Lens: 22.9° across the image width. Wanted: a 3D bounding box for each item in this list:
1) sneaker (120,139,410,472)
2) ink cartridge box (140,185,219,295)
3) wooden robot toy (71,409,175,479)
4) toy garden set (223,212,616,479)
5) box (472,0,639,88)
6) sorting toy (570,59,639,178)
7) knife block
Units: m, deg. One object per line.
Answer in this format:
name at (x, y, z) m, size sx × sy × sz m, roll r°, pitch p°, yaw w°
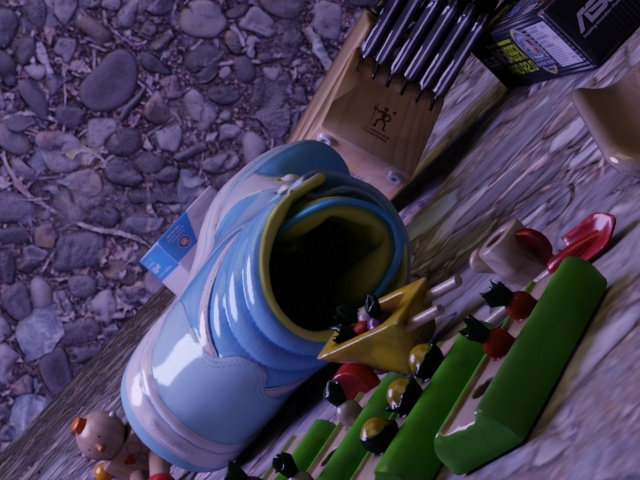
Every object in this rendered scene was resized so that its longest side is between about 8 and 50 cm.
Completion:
sneaker at (0.000, 0.000, 1.074) m, size 0.208 × 0.127 × 0.319 m, roll -43°, pitch 17°, yaw 39°
ink cartridge box at (-0.089, 0.025, 1.455) m, size 0.088 × 0.122 × 0.052 m, roll -50°, pitch 4°, yaw -35°
wooden robot toy at (-0.137, 0.145, 1.123) m, size 0.173 × 0.079 × 0.076 m, roll -53°, pitch 18°, yaw 20°
toy garden set at (0.041, 0.058, 0.773) m, size 0.244 × 0.049 × 0.204 m, roll -39°, pitch 10°, yaw 45°
box at (0.230, -0.222, 1.247) m, size 0.216 × 0.060 × 0.270 m, roll -47°, pitch 7°, yaw -2°
sorting toy at (0.224, -0.103, 0.705) m, size 0.229 × 0.041 × 0.307 m, roll -40°, pitch 8°, yaw 12°
knife block at (0.055, -0.137, 1.355) m, size 0.242 × 0.088 × 0.275 m, roll -65°, pitch 9°, yaw -30°
